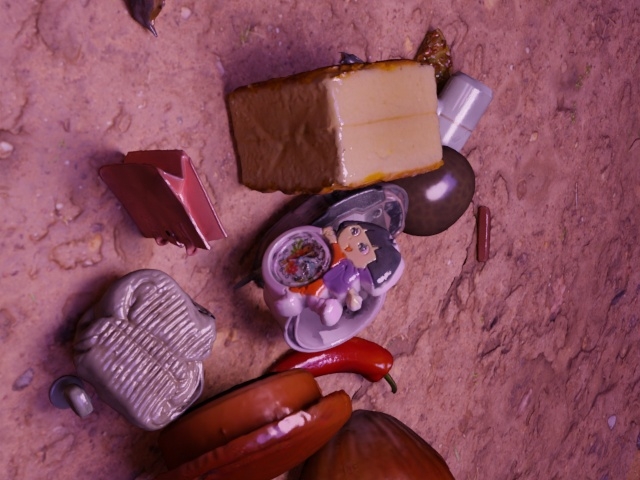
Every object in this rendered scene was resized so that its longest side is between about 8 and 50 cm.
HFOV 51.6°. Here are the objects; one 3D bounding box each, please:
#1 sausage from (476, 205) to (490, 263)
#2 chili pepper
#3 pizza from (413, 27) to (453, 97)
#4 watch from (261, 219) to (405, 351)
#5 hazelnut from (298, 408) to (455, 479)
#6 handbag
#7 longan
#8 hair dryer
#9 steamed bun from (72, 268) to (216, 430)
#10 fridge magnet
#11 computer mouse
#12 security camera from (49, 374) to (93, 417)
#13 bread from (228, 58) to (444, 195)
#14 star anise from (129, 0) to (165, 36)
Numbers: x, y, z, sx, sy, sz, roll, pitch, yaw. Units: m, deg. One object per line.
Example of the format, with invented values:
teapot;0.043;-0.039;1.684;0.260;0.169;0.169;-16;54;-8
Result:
sausage;0.412;-0.014;1.673;0.030;0.035;0.147;-15;106;-62
chili pepper;0.032;0.257;1.369;0.369;0.092;0.137;8;109;-33
pizza;0.255;-0.379;1.487;0.134;0.046;0.174;-32;115;-33
watch;0.031;0.092;1.167;0.244;0.196;0.231;-29;140;-6
hazelnut;0.124;0.528;1.341;0.372;0.315;0.372;34;44;-42
handbag;-0.240;-0.059;1.006;0.059;0.213;0.157;-40;119;-30
longan;0.219;-0.107;1.400;0.212;0.198;0.198;-29;117;-1
hair dryer;0.191;-0.319;1.400;0.357;0.107;0.173;22;105;-27
steamed bun;-0.277;0.172;1.056;0.218;0.144;0.211;42;64;-7
fridge magnet;-0.120;0.326;1.100;0.364;0.363;0.155;-14;72;-38
computer mouse;-0.002;-0.004;1.281;0.389;0.115;0.199;-27;129;-13
security camera;-0.373;0.240;1.012;0.058;0.092;0.058;-4;96;-40
bread;0.027;-0.201;1.168;0.279;0.279;0.207;-16;105;-37
star anise;-0.342;-0.425;1.005;0.228;0.218;0.148;26;113;0
